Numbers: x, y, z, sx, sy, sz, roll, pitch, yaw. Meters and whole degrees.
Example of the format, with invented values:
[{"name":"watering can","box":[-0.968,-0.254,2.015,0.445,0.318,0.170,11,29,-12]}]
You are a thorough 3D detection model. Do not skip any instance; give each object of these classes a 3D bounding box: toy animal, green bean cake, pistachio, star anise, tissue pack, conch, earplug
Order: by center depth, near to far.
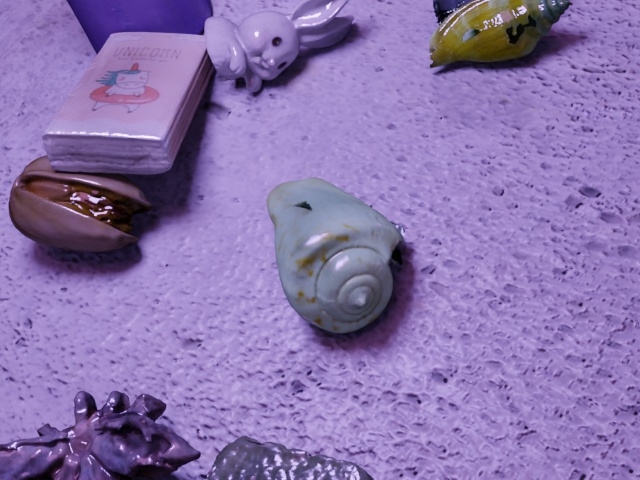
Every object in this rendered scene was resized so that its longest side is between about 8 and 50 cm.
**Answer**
[{"name":"green bean cake","box":[-0.045,0.303,0.975,0.185,0.094,0.183,9,58,27]},{"name":"star anise","box":[-0.257,0.249,1.090,0.258,0.110,0.198,11,58,35]},{"name":"conch","box":[0.019,0.003,1.186,0.143,0.137,0.250,-42,25,21]},{"name":"conch","box":[0.245,-0.294,1.333,0.201,0.079,0.094,-2,84,18]},{"name":"pistachio","box":[-0.334,-0.046,1.339,0.206,0.131,0.129,15,80,15]},{"name":"tissue pack","box":[-0.263,-0.207,1.393,0.170,0.071,0.325,2,37,6]},{"name":"toy animal","box":[-0.051,-0.298,1.437,0.221,0.103,0.130,-12,49,13]},{"name":"earplug","box":[-0.343,-0.483,1.465,0.215,0.456,0.215,-9,54,13]}]

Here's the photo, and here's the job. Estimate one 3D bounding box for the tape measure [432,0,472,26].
[{"name":"tape measure","box":[0.252,-0.406,1.408,0.182,0.107,0.181,-9,58,17]}]
